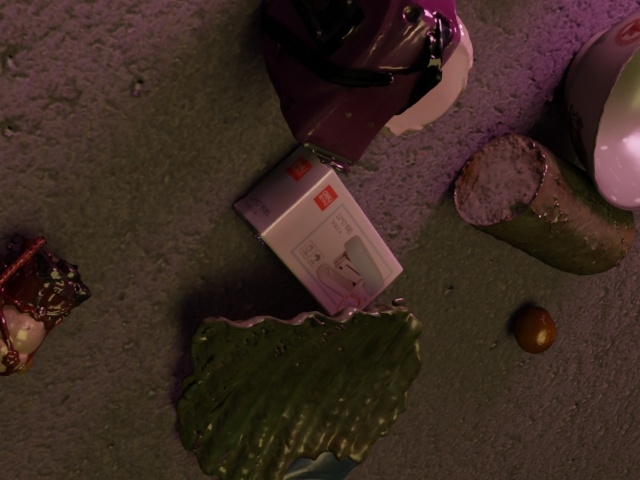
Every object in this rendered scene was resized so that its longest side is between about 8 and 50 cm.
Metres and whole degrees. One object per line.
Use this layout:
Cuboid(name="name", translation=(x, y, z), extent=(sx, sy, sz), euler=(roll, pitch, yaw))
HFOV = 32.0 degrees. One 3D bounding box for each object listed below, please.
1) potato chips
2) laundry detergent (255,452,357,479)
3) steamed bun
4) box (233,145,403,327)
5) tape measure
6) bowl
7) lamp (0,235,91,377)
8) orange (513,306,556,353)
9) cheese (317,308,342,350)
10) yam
Cuboid(name="potato chips", translation=(-0.017, 0.210, 1.593), extent=(0.373, 0.097, 0.389), euler=(-10, 136, -17))
Cuboid(name="laundry detergent", translation=(-0.021, 0.359, 1.789), extent=(0.290, 0.094, 0.143), euler=(-41, 129, -11))
Cuboid(name="steamed bun", translation=(0.105, -0.228, 1.433), extent=(0.183, 0.106, 0.183), euler=(-18, 127, -26))
Cuboid(name="box", translation=(0.000, 0.000, 1.537), extent=(0.135, 0.079, 0.269), euler=(-43, 138, -5))
Cuboid(name="tape measure", translation=(0.041, -0.236, 1.270), extent=(0.149, 0.245, 0.231), euler=(18, 124, -44))
Cuboid(name="bowl", translation=(0.478, -0.228, 1.692), extent=(0.337, 0.157, 0.337), euler=(-22, 131, -28))
Cuboid(name="lamp", translation=(-0.380, 0.113, 1.290), extent=(0.253, 0.118, 0.118), euler=(-45, 138, -4))
Cuboid(name="orange", translation=(0.379, 0.158, 1.971), extent=(0.085, 0.085, 0.085), euler=(-21, 132, -26))
Cuboid(name="cheese", translation=(0.038, 0.162, 1.719), extent=(0.065, 0.043, 0.194), euler=(-33, 138, -8))
Cuboid(name="yam", translation=(0.348, -0.050, 1.719), extent=(0.304, 0.168, 0.168), euler=(21, 106, -47))
